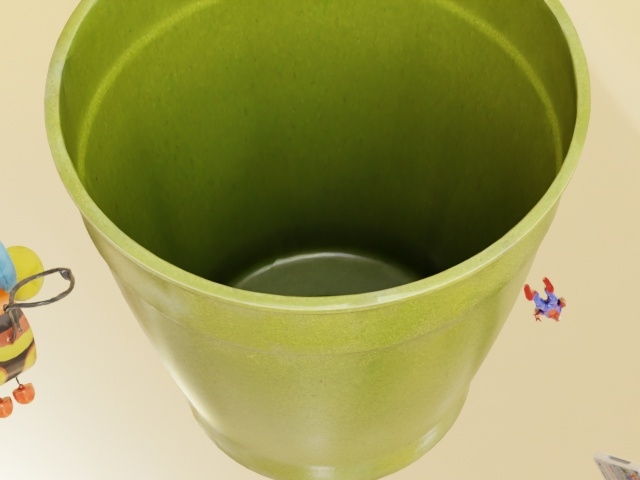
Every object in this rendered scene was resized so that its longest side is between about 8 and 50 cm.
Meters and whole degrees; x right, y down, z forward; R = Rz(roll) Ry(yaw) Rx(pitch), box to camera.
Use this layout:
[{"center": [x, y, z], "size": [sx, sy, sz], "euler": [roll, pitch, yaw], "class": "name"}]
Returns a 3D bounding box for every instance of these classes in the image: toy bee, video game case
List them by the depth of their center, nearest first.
[{"center": [-0.330, 0.083, 1.791], "size": [0.298, 0.195, 0.162], "euler": [-135, -150, -58], "class": "toy bee"}, {"center": [0.318, 0.256, 1.951], "size": [0.087, 0.011, 0.122], "euler": [61, -12, -8], "class": "video game case"}]

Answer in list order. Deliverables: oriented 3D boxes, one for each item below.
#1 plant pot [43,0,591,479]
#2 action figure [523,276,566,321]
[{"center": [0.000, 0.000, 1.441], "size": [0.366, 0.366, 0.353], "euler": [42, -26, 27], "class": "plant pot"}, {"center": [0.245, 0.069, 2.096], "size": [0.030, 0.038, 0.115], "euler": [68, 9, 19], "class": "action figure"}]
